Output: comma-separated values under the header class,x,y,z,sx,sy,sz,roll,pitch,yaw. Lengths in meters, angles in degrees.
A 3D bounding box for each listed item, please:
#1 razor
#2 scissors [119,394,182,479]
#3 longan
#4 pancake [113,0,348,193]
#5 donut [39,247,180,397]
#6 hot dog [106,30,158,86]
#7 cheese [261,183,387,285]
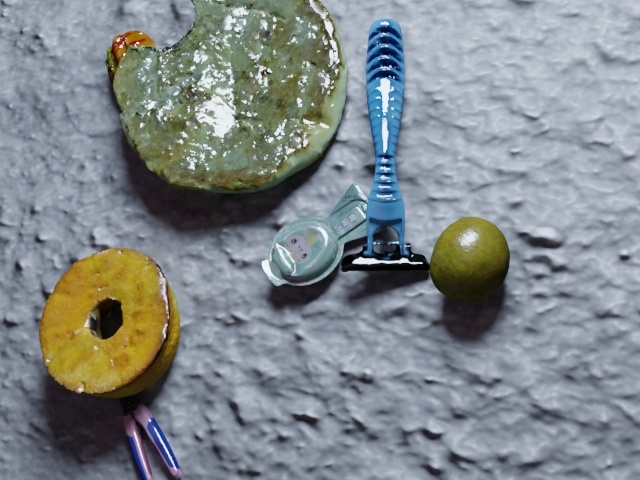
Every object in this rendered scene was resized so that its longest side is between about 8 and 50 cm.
class,x,y,z,sx,sy,sz,roll,pitch,yaw
razor,0.062,-0.093,1.029,0.082,0.042,0.253,0,69,4
scissors,-0.168,0.186,1.052,0.039,0.012,0.113,-34,63,9
longan,0.127,0.016,0.959,0.075,0.075,0.083,-63,21,-6
pancake,-0.087,-0.157,1.102,0.253,0.037,0.253,-3,72,10
donut,-0.200,0.085,1.070,0.152,0.058,0.152,-7,64,15
hot dog,-0.187,-0.162,1.162,0.062,0.038,0.144,-30,64,11
cheese,0.000,0.000,1.035,0.120,0.026,0.067,-35,66,-4
